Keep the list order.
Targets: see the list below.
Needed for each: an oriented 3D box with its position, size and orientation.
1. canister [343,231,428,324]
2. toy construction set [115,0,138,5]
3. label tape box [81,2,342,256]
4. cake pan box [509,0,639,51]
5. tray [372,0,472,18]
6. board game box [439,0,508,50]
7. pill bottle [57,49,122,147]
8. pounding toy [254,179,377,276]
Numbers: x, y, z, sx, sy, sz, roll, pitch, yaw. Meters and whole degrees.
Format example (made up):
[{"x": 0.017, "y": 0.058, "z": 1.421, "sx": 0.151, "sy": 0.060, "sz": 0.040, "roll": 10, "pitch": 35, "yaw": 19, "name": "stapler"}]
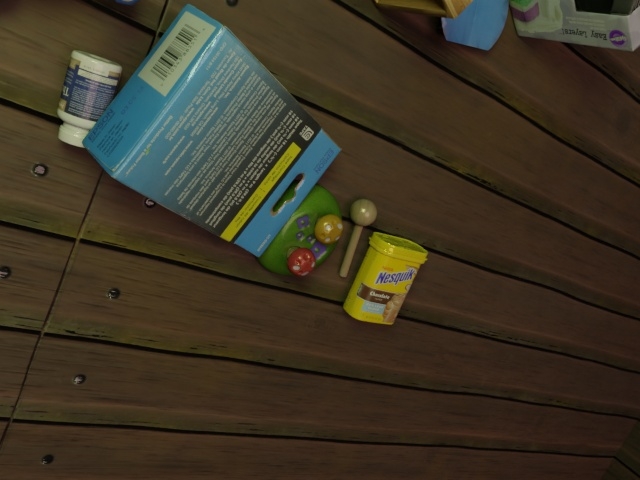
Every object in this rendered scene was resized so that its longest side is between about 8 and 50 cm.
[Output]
[{"x": 0.129, "y": 0.080, "z": 1.209, "sx": 0.126, "sy": 0.073, "sz": 0.169, "roll": 12, "pitch": 108, "yaw": -34, "name": "canister"}, {"x": -0.340, "y": -0.391, "z": 0.634, "sx": 0.237, "sy": 0.257, "sz": 0.308, "roll": -15, "pitch": 100, "yaw": -10, "name": "toy construction set"}, {"x": -0.144, "y": -0.143, "z": 0.904, "sx": 0.240, "sy": 0.106, "sz": 0.334, "roll": -52, "pitch": 145, "yaw": 1, "name": "label tape box"}, {"x": 0.421, "y": -0.449, "z": 0.999, "sx": 0.070, "sy": 0.267, "sz": 0.245, "roll": -42, "pitch": 130, "yaw": -9, "name": "cake pan box"}, {"x": 0.054, "y": -0.494, "z": 0.800, "sx": 0.076, "sy": 0.203, "sz": 0.411, "roll": -47, "pitch": 128, "yaw": -3, "name": "tray"}, {"x": 0.268, "y": -0.419, "z": 1.072, "sx": 0.169, "sy": 0.033, "sz": 0.133, "roll": -2, "pitch": 109, "yaw": -35, "name": "board game box"}, {"x": -0.318, "y": -0.191, "z": 0.815, "sx": 0.067, "sy": 0.067, "sz": 0.120, "roll": 11, "pitch": 107, "yaw": -34, "name": "pill bottle"}, {"x": 0.000, "y": 0.000, "z": 1.070, "sx": 0.237, "sy": 0.110, "sz": 0.182, "roll": 7, "pitch": 109, "yaw": -33, "name": "pounding toy"}]
